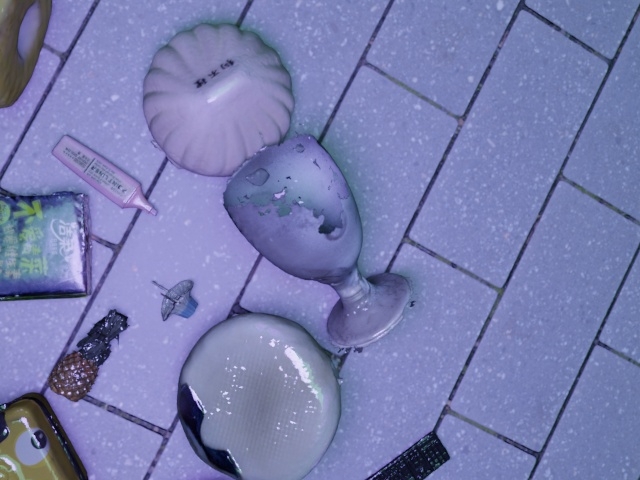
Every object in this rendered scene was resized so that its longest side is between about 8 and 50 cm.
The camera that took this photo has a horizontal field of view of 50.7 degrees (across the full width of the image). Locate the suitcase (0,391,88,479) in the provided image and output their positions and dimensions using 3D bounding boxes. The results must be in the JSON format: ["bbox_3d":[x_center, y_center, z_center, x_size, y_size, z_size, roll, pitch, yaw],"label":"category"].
[{"bbox_3d":[-0.483,0.370,1.058,0.193,0.143,0.235,-26,97,-9],"label":"suitcase"}]

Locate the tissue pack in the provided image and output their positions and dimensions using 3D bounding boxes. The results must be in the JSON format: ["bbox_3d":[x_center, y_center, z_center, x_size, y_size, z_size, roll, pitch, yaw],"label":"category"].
[{"bbox_3d":[-0.492,0.012,1.083,0.235,0.073,0.174,-3,92,-12],"label":"tissue pack"}]

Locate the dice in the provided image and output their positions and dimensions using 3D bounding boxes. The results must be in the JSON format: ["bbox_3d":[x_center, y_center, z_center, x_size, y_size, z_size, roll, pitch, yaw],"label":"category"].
[{"bbox_3d":[-0.542,-0.341,0.987,0.233,0.227,0.239,18,86,-12],"label":"dice"}]

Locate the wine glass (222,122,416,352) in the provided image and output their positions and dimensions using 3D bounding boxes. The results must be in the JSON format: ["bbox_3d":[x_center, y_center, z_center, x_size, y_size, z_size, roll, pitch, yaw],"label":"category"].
[{"bbox_3d":[-0.002,0.002,1.088,0.190,0.190,0.357,-38,118,-8],"label":"wine glass"}]

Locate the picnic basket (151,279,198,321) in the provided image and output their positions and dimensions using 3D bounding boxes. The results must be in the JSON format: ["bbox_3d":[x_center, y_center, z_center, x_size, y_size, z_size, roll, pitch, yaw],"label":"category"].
[{"bbox_3d":[-0.246,0.099,1.140,0.083,0.065,0.083,42,88,-26],"label":"picnic basket"}]

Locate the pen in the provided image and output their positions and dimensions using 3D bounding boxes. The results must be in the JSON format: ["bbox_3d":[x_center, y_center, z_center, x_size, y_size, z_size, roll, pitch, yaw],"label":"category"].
[{"bbox_3d":[-0.355,-0.101,1.129,0.197,0.032,0.053,35,84,-8],"label":"pen"}]

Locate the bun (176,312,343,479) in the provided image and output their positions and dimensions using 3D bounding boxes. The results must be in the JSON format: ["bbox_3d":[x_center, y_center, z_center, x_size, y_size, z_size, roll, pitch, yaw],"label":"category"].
[{"bbox_3d":[-0.093,0.253,1.127,0.283,0.179,0.284,0,92,10],"label":"bun"}]

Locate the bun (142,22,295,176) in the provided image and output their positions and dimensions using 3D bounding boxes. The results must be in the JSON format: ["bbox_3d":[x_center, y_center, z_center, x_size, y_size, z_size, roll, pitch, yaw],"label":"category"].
[{"bbox_3d":[-0.161,-0.235,1.094,0.262,0.175,0.263,0,90,-13],"label":"bun"}]

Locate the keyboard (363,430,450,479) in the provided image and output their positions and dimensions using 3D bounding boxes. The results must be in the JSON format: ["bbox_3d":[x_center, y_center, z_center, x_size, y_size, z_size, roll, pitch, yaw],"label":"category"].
[{"bbox_3d":[0.136,0.445,1.244,0.231,0.023,0.072,-34,100,-9],"label":"keyboard"}]

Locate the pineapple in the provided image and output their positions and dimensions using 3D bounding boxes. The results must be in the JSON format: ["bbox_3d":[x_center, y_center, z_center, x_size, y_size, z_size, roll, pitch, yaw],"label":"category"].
[{"bbox_3d":[-0.377,0.186,1.115,0.074,0.074,0.159,36,80,-10],"label":"pineapple"}]
